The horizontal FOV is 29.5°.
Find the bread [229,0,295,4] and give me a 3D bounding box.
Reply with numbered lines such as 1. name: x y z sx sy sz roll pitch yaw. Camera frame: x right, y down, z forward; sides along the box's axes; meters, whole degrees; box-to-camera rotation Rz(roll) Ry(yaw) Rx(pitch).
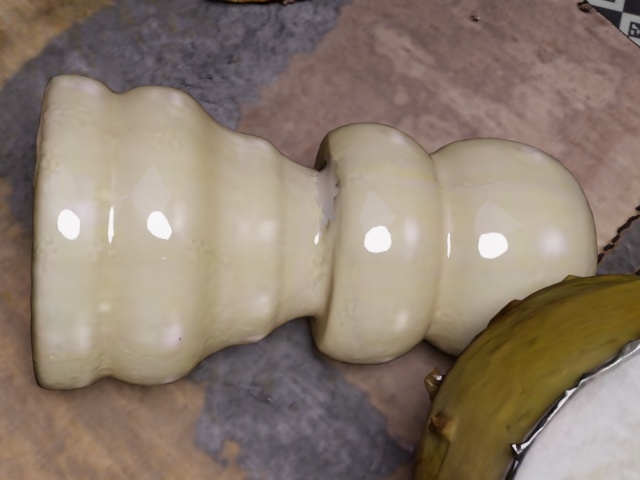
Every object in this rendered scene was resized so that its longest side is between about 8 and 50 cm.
1. bread: -0.042 -0.260 0.817 0.199 0.104 0.199 2 60 -4

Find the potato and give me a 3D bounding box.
1. potato: 0.177 0.142 0.569 0.299 0.196 0.246 43 86 -13

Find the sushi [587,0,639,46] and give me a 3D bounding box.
1. sushi: 0.252 -0.177 0.831 0.120 0.026 0.126 -36 69 -21

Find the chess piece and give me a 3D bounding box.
1. chess piece: 0.000 0.000 0.662 0.299 0.167 0.167 2 61 -10
